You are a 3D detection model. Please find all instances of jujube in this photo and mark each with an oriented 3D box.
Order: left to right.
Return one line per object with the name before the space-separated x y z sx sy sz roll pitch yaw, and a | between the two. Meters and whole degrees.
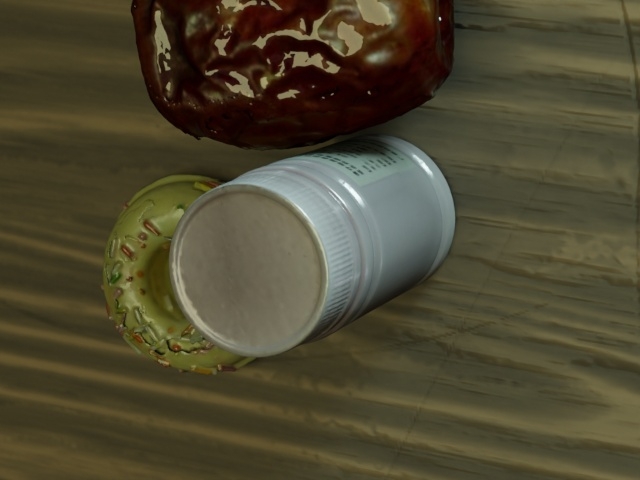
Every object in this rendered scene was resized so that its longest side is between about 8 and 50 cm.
jujube | -0.022 -0.160 1.440 0.243 0.183 0.183 -5 98 17

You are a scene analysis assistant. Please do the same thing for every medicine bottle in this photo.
medicine bottle | 0.000 0.000 1.410 0.133 0.249 0.133 5 103 22

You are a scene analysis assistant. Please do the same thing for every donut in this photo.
donut | -0.106 0.031 1.562 0.174 0.068 0.175 4 100 23
